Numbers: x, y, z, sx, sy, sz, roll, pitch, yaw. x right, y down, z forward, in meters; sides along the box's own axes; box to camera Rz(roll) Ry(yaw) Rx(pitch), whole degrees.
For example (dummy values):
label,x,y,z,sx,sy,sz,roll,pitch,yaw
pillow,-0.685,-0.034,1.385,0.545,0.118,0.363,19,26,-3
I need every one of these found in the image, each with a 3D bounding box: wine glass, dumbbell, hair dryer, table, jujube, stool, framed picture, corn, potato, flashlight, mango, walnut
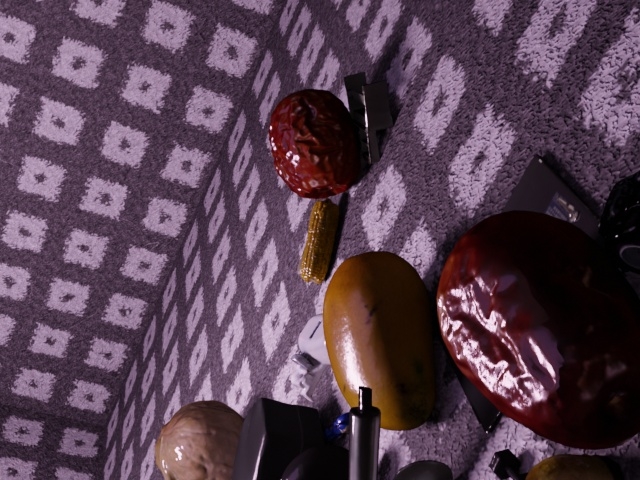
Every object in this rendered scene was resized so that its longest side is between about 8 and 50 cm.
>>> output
label,x,y,z,sx,sy,sz,roll,pitch,yaw
wine glass,0.156,0.407,1.175,0.093,0.093,0.202,-59,24,32
dumbbell,0.248,0.300,1.102,0.083,0.040,0.036,-133,33,-68
hair dryer,0.065,0.363,1.339,0.320,0.156,0.284,-176,100,-71
table,0.107,-0.273,1.912,0.146,0.063,0.175,-128,26,-67
jujube,0.261,0.097,1.002,0.223,0.223,0.318,-65,25,20
jujube,-0.017,-0.216,1.946,0.213,0.213,0.232,-32,67,61
stool,-0.085,0.435,1.713,0.232,0.141,0.232,-166,90,-74
framed picture,0.279,0.071,1.250,0.338,0.014,0.255,-64,22,23
corn,0.000,0.000,1.975,0.068,0.068,0.207,157,126,-65
potato,0.269,0.272,0.973,0.096,0.103,0.066,-58,27,32
flashlight,0.039,0.352,1.623,0.035,0.057,0.121,58,148,14
mango,0.101,0.167,1.424,0.211,0.173,0.317,-51,41,46
walnut,-0.275,0.502,2.055,0.248,0.248,0.248,-53,27,43

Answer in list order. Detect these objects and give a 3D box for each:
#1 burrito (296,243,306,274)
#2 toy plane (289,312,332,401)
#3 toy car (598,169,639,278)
label,x,y,z,sx,sy,sz,roll,pitch,yaw
burrito,-0.014,0.004,2.048,0.051,0.042,0.171,171,117,-80
toy plane,0.032,0.198,1.665,0.244,0.117,0.244,-51,15,19
toy car,0.406,-0.063,0.871,0.193,0.118,0.301,-60,9,-27
